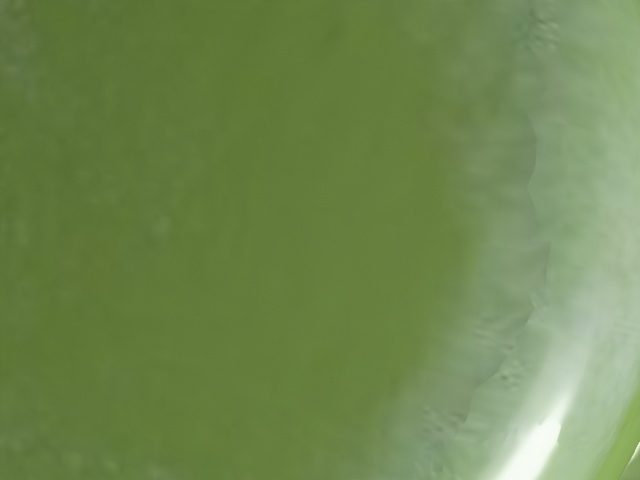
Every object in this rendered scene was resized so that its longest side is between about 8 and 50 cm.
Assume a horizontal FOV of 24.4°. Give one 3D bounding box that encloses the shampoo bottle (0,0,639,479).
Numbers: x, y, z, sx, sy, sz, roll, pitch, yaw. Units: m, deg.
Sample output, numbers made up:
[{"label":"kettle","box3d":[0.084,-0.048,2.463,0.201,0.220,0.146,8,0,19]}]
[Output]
[{"label":"shampoo bottle","box3d":[0.000,0.000,0.481,0.322,0.322,0.317,-55,158,9]}]
